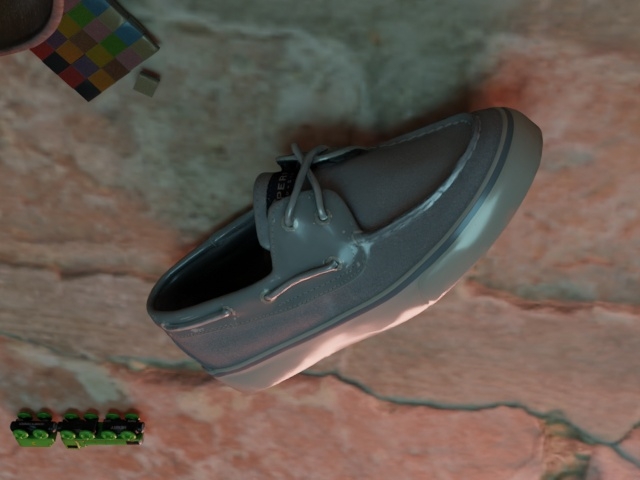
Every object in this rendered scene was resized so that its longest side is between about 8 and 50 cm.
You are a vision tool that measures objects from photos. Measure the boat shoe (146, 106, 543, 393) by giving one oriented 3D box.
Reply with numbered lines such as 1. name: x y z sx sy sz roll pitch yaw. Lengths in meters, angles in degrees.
1. boat shoe: 0.000 -0.001 0.635 0.081 0.079 0.227 34 132 -25

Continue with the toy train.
1. toy train: -0.142 0.113 0.804 0.083 0.017 0.024 0 141 10

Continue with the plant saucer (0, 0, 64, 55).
1. plant saucer: -0.230 -0.156 0.473 0.310 0.050 0.310 17 165 5

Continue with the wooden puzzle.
1. wooden puzzle: -0.107 -0.093 0.620 0.049 0.006 0.083 -30 120 31
